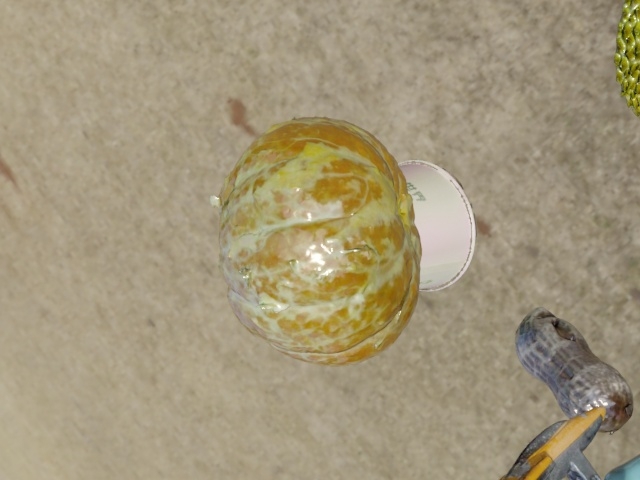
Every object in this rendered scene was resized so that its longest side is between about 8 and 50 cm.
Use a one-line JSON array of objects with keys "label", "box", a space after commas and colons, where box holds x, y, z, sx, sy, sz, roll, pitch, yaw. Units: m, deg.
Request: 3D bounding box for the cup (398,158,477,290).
[{"label": "cup", "box": [0.102, -0.008, 1.813, 0.253, 0.274, 0.253, 11, 106, 41]}]

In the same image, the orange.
[{"label": "orange", "box": [0.000, 0.000, 1.324, 0.329, 0.249, 0.329, -9, -90, -80]}]

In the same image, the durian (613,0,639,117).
[{"label": "durian", "box": [0.328, -0.170, 0.946, 0.086, 0.100, 0.215, 9, 99, 32]}]

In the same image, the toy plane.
[{"label": "toy plane", "box": [0.194, 0.276, 1.036, 0.103, 0.316, 0.204, 60, 156, 9]}]

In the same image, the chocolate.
[{"label": "chocolate", "box": [0.377, 0.197, 1.545, 0.248, 0.110, 0.110, -121, 10, -53]}]

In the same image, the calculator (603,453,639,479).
[{"label": "calculator", "box": [0.635, 0.371, 1.720, 0.256, 0.386, 0.054, -41, 55, 28]}]
